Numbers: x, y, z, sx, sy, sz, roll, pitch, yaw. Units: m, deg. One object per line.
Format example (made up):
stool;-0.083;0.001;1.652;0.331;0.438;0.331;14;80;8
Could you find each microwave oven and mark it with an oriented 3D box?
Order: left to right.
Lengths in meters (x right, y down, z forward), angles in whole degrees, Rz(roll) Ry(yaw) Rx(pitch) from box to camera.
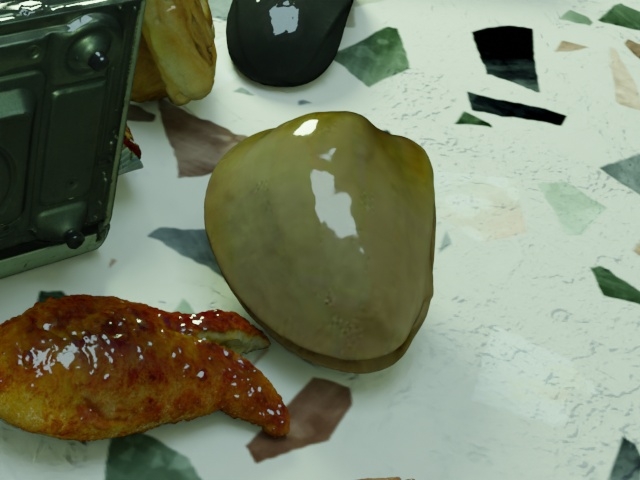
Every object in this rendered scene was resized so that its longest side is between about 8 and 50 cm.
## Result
microwave oven;-0.375;-0.102;1.333;0.394;0.333;0.247;-18;53;-33

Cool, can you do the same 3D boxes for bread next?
bread;-0.152;0.102;1.327;0.269;0.095;0.139;-1;48;-23
bread;-0.178;-0.248;1.662;0.120;0.198;0.236;-17;37;2

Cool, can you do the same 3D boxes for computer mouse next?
computer mouse;-0.031;-0.277;1.824;0.138;0.086;0.269;14;38;0

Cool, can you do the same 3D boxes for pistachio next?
pistachio;0.000;0.000;1.447;0.213;0.163;0.260;-3;52;4

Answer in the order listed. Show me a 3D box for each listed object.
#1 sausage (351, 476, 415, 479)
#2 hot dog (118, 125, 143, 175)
sausage;-0.018;0.233;1.217;0.327;0.079;0.087;-6;68;-22
hot dog;-0.229;-0.126;1.570;0.108;0.059;0.191;40;8;-38
